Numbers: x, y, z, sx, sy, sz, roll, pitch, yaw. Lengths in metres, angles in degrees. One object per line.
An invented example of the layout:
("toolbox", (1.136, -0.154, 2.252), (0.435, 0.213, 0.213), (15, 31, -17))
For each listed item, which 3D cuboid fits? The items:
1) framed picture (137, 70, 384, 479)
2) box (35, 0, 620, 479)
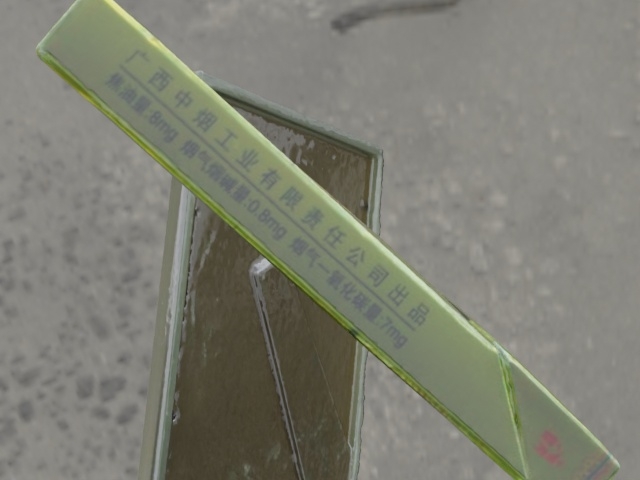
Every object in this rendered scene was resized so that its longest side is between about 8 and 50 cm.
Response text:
("framed picture", (-0.030, 0.046, 1.078), (0.018, 0.192, 0.265), (-4, 75, 40))
("box", (0.000, 0.000, 0.809), (0.311, 0.173, 0.043), (42, 91, -8))
